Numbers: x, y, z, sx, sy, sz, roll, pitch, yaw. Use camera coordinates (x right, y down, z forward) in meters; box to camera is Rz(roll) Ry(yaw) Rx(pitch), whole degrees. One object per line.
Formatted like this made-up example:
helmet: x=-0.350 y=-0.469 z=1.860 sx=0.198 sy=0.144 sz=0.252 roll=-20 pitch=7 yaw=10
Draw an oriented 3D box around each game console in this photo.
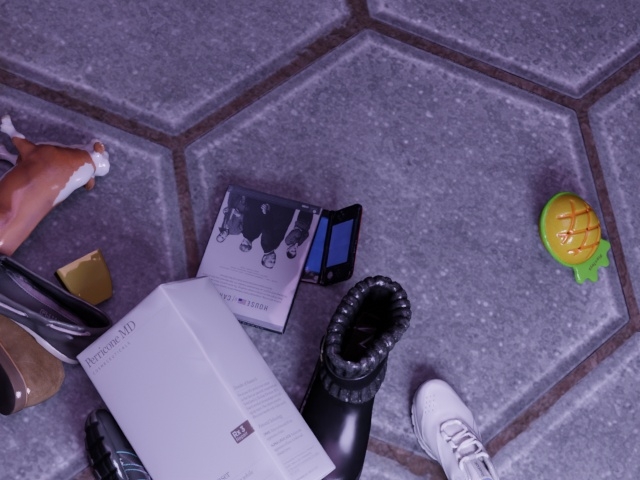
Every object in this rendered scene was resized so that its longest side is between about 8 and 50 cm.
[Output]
game console: x=0.000 y=0.000 z=1.910 sx=0.085 sy=0.124 sz=0.144 roll=21 pitch=67 yaw=-31

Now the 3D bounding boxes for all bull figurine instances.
bull figurine: x=-0.507 y=-0.099 z=1.843 sx=0.188 sy=0.101 sz=0.310 roll=32 pitch=62 yaw=12

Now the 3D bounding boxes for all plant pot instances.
plant pot: x=-0.393 y=0.071 z=1.820 sx=0.081 sy=0.081 sz=0.083 roll=-29 pitch=92 yaw=-17

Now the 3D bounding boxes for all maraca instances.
maraca: x=0.471 y=-0.006 z=1.989 sx=0.127 sy=0.099 sz=0.186 roll=-47 pitch=110 yaw=-18

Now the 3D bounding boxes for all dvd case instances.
dvd case: x=-0.114 y=0.030 z=1.886 sx=0.179 sy=0.029 sz=0.239 roll=15 pitch=71 yaw=9

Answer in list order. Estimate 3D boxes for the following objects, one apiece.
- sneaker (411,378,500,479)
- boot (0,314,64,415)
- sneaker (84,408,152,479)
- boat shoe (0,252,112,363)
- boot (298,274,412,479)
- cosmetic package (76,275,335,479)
sneaker: x=0.247 y=0.365 z=1.805 sx=0.111 sy=0.129 sz=0.297 roll=-21 pitch=75 yaw=-14
boot: x=-0.531 y=0.141 z=1.779 sx=0.115 sy=0.112 sz=0.305 roll=-15 pitch=67 yaw=-46
sneaker: x=-0.290 y=0.385 z=1.737 sx=0.106 sy=0.101 sz=0.267 roll=-24 pitch=79 yaw=-35
boat shoe: x=-0.483 y=0.076 z=1.723 sx=0.335 sy=0.095 sz=0.112 roll=36 pitch=33 yaw=-24
boot: x=0.042 y=0.245 z=1.738 sx=0.131 sy=0.260 sz=0.348 roll=13 pitch=70 yaw=-6
cosmetic package: x=-0.182 y=0.270 z=1.698 sx=0.217 sy=0.156 sz=0.385 roll=-41 pitch=79 yaw=22
